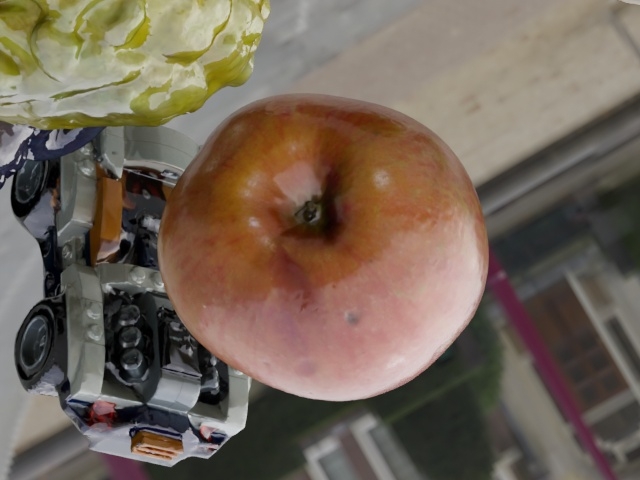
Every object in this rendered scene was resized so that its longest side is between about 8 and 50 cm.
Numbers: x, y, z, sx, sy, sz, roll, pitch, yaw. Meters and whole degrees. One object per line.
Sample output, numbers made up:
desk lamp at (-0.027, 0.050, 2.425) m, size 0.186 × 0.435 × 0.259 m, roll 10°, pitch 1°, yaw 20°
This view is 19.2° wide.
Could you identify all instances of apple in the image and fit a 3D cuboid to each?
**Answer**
apple at (0.000, 0.000, 1.208) m, size 0.209 × 0.209 × 0.164 m, roll -30°, pitch 160°, yaw 4°

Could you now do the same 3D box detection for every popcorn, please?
popcorn at (-0.149, -0.176, 1.149) m, size 0.249 × 0.225 × 0.249 m, roll -7°, pitch -179°, yaw 0°

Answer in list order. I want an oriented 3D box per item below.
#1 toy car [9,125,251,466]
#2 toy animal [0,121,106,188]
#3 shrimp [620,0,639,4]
toy car at (-0.139, 0.037, 1.499) m, size 0.193 × 0.301 × 0.118 m, roll 18°, pitch 138°, yaw -33°
toy animal at (-0.278, -0.095, 1.340) m, size 0.298 × 0.122 × 0.185 m, roll -21°, pitch 156°, yaw -23°
shrimp at (0.254, -0.238, 1.290) m, size 0.217 × 0.150 × 0.051 m, roll -5°, pitch -165°, yaw 41°
